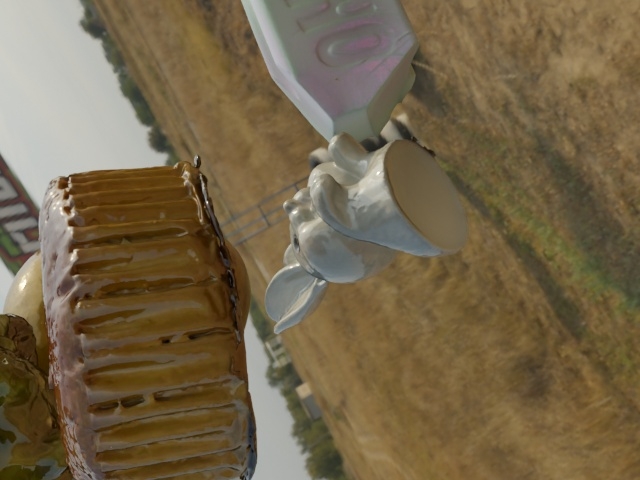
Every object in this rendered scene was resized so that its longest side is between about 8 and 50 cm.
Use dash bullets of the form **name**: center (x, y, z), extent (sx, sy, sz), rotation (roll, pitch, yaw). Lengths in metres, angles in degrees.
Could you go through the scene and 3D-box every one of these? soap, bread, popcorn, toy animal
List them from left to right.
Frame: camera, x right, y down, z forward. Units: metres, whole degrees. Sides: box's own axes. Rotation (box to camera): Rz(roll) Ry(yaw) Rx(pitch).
- **popcorn**: center (-0.362, 0.217, 0.748), extent (0.321, 0.290, 0.326), rotation (39, -168, -51)
- **bread**: center (-0.106, 0.054, 0.438), extent (0.199, 0.104, 0.199), rotation (172, 90, -73)
- **toy animal**: center (0.002, -0.002, 0.635), extent (0.130, 0.220, 0.104), rotation (27, -130, -31)
- **soap**: center (0.012, -0.318, 1.122), extent (0.115, 0.208, 0.347), rotation (93, 157, -73)

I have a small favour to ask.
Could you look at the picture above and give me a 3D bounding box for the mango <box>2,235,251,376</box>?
- **mango**: center (-0.297, 0.107, 1.198), extent (0.445, 0.232, 0.300), rotation (-23, -93, -51)
